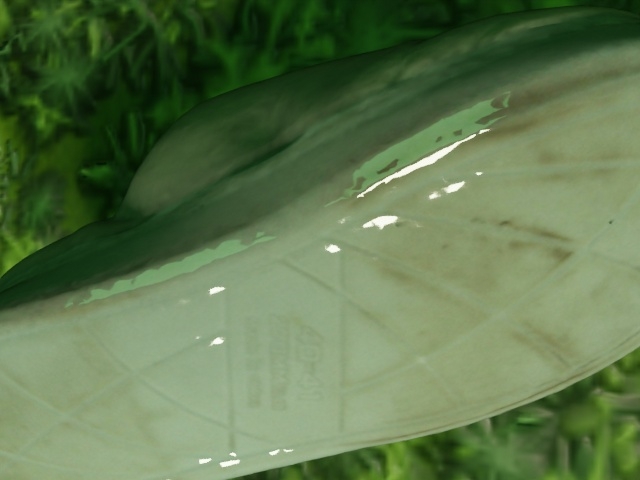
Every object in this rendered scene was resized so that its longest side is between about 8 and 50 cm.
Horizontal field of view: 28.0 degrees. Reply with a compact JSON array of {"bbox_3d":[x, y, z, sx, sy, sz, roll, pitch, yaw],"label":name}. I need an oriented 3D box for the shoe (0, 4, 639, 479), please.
[{"bbox_3d":[0.000,0.000,0.383,0.251,0.103,0.100,-23,31,13],"label":"shoe"}]
